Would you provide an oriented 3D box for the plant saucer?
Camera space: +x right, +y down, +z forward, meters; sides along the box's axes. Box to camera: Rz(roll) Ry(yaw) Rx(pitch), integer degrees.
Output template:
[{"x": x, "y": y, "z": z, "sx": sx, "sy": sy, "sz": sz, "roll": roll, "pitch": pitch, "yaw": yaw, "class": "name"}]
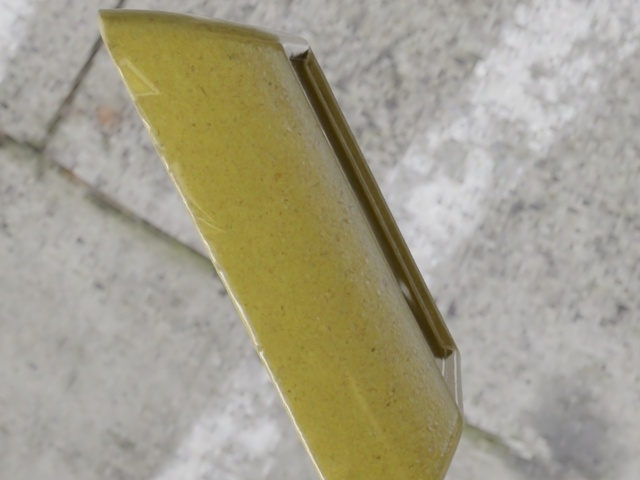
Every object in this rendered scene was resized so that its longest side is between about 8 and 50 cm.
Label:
[{"x": 0.000, "y": 0.000, "z": 1.087, "sx": 0.081, "sy": 0.333, "sz": 0.333, "roll": -26, "pitch": 94, "yaw": 6, "class": "plant saucer"}]
